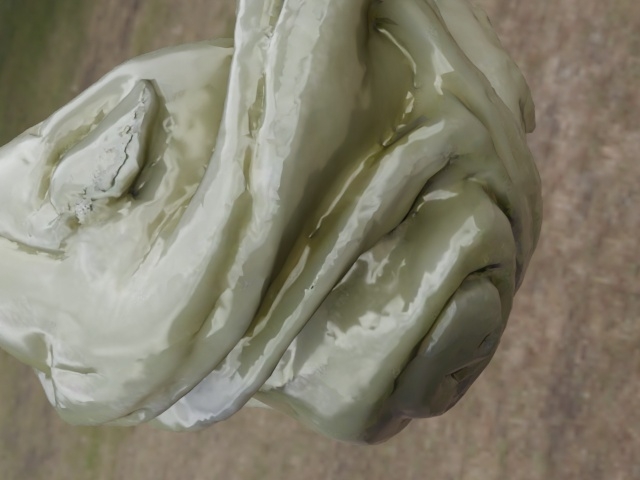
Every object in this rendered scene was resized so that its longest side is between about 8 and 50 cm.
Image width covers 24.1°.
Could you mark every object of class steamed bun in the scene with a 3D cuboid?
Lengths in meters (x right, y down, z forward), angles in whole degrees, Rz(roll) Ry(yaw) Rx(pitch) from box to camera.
[{"bbox_3d":[0.000,0.000,0.854,0.237,0.394,0.346,57,149,12],"label":"steamed bun"}]
